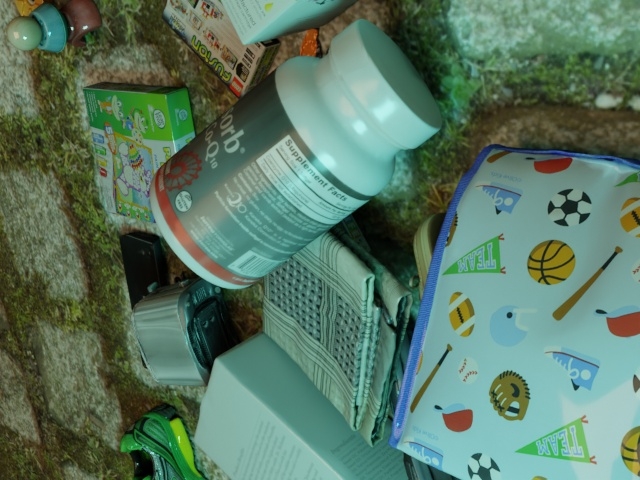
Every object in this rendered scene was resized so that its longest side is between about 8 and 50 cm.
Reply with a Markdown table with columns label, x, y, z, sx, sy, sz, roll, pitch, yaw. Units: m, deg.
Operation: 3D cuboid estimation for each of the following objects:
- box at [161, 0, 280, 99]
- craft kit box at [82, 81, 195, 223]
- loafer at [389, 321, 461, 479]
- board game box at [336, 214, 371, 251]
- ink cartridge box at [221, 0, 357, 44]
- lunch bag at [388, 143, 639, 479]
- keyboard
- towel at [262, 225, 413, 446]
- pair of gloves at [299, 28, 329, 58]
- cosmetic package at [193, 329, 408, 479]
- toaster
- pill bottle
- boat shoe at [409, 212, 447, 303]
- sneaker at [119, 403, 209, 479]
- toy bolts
| label | x | y | z | sx | sy | sz | roll | pitch | yaw |
| --- | --- | --- | --- | --- | --- | --- | --- | --- | --- |
| box | -0.158 | -0.326 | 1.378 | 0.207 | 0.036 | 0.114 | 48 | 136 | 16 |
| craft kit box | -0.315 | -0.154 | 1.607 | 0.247 | 0.061 | 0.249 | 10 | 117 | 38 |
| loafer | 0.158 | 0.255 | 1.319 | 0.109 | 0.095 | 0.302 | 118 | 141 | -77 |
| board game box | 0.000 | 0.000 | 1.394 | 0.154 | 0.026 | 0.103 | -29 | 88 | 48 |
| ink cartridge box | -0.012 | -0.383 | 1.109 | 0.233 | 0.168 | 0.171 | -27 | 90 | 47 |
| lunch bag | 0.293 | 0.095 | 0.997 | 0.328 | 0.239 | 0.385 | 14 | 96 | 41 |
| keyboard | -0.310 | 0.140 | 1.766 | 0.202 | 0.033 | 0.317 | 16 | 121 | 40 |
| towel | 0.004 | 0.110 | 1.339 | 0.324 | 0.056 | 0.312 | 42 | 138 | 39 |
| pair of gloves | 0.003 | -0.262 | 1.272 | 0.083 | 0.010 | 0.074 | 32 | 129 | 28 |
| cosmetic package | 0.009 | 0.375 | 1.473 | 0.453 | 0.162 | 0.230 | 39 | 132 | 23 |
| toaster | -0.245 | 0.178 | 1.630 | 0.147 | 0.129 | 0.226 | -7 | 110 | 32 |
| pill bottle | -0.034 | -0.110 | 1.174 | 0.363 | 0.210 | 0.210 | -36 | 83 | 24 |
| boat shoe | 0.173 | 0.100 | 1.219 | 0.089 | 0.105 | 0.285 | -3 | 109 | 45 |
| sneaker | -0.325 | 0.533 | 1.890 | 0.134 | 0.146 | 0.343 | -20 | 96 | 47 |
| toy bolts | -0.531 | -0.425 | 1.601 | 0.218 | 0.159 | 0.228 | -38 | 82 | 47 |
